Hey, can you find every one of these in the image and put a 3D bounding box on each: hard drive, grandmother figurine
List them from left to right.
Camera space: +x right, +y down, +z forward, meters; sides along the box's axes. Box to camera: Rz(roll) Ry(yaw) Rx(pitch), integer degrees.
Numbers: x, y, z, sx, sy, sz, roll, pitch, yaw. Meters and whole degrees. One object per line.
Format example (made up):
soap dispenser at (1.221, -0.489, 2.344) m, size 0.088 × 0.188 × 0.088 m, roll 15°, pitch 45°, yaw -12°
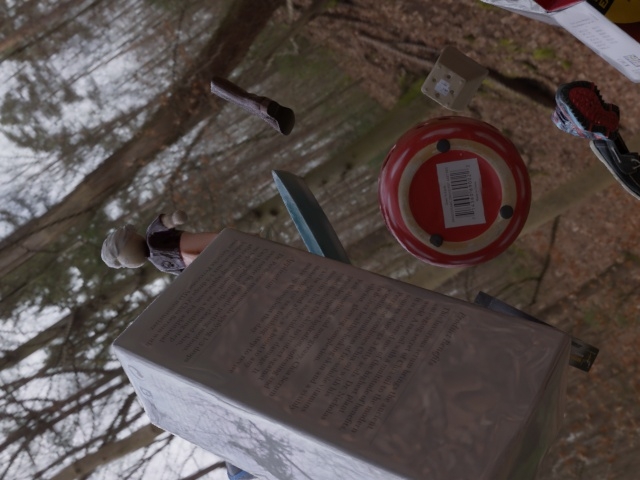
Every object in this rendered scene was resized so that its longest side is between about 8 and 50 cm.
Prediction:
grandmother figurine at (-0.267, 0.018, 1.477) m, size 0.104 × 0.343 × 0.207 m, roll -78°, pitch -14°, yaw -49°
hard drive at (0.572, -0.574, 1.886) m, size 0.308 × 0.040 × 0.203 m, roll -1°, pitch -158°, yaw -41°

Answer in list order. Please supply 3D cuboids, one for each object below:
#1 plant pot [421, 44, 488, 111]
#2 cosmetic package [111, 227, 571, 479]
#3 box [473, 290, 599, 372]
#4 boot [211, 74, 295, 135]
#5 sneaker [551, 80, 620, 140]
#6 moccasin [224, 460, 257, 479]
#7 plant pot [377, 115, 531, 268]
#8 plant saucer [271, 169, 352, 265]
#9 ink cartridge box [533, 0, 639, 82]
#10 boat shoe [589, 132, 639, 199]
plant pot at (0.277, -0.340, 1.608) m, size 0.109 × 0.109 × 0.096 m, roll 36°, pitch -148°, yaw 9°
cosmetic package at (0.019, 0.161, 0.849) m, size 0.230 × 0.453 × 0.161 m, roll -49°, pitch -38°, yaw -35°
box at (0.430, 0.185, 1.508) m, size 0.183 × 0.056 × 0.231 m, roll 26°, pitch -179°, yaw 42°
boot at (-0.101, -0.200, 1.105) m, size 0.114 × 0.037 × 0.106 m, roll 25°, pitch 173°, yaw 24°
sneaker at (0.560, -0.272, 1.654) m, size 0.262 × 0.125 × 0.104 m, roll 18°, pitch -101°, yaw -49°
moccasin at (-0.038, 0.286, 1.252) m, size 0.138 × 0.342 × 0.116 m, roll 32°, pitch -150°, yaw -60°
plant pot at (0.160, -0.059, 0.920) m, size 0.191 × 0.191 × 0.174 m, roll 58°, pitch -167°, yaw -1°
plant saucer at (0.000, 0.000, 1.415) m, size 0.317 × 0.044 × 0.317 m, roll 60°, pitch 175°, yaw 9°
ink cartridge box at (0.509, -0.453, 1.169) m, size 0.272 × 0.309 × 0.130 m, roll 31°, pitch -179°, yaw -13°
boat shoe at (0.807, -0.196, 1.973) m, size 0.084 × 0.079 × 0.233 m, roll -7°, pitch -120°, yaw -49°
